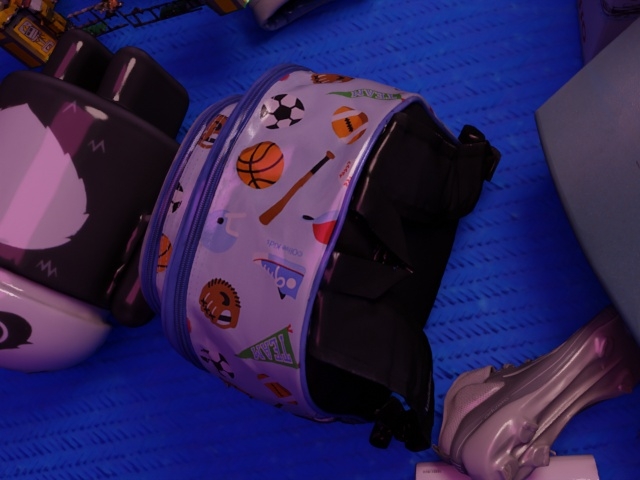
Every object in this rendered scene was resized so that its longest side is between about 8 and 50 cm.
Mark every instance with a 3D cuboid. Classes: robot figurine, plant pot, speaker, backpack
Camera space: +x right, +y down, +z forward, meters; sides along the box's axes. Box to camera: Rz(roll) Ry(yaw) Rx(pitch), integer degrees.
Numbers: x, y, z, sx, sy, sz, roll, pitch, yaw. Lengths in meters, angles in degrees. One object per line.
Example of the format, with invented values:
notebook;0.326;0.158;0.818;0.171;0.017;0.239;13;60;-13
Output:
robot figurine;-0.216;-0.030;0.668;0.173;0.209;0.278;28;83;-29
plant pot;0.272;-0.032;0.559;0.165;0.165;0.234;-44;65;33
speaker;0.142;0.193;0.615;0.136;0.055;0.055;-5;77;10
backpack;0.000;0.000;0.575;0.213;0.263;0.277;13;82;14

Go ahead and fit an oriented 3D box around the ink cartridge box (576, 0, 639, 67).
ink cartridge box;0.293;-0.267;0.569;0.197;0.270;0.198;-4;78;9

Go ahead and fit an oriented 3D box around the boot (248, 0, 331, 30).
boot;0.033;-0.290;0.723;0.258;0.095;0.123;-29;80;16

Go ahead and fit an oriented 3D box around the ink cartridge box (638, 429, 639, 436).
ink cartridge box;0.341;0.127;0.538;0.208;0.153;0.087;-26;77;6

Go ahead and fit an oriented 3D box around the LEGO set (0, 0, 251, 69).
LEGO set;-0.202;-0.301;0.666;0.331;0.192;0.255;1;67;30

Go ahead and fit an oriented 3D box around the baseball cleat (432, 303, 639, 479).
baseball cleat;0.170;0.102;0.619;0.206;0.109;0.072;-31;112;-23
